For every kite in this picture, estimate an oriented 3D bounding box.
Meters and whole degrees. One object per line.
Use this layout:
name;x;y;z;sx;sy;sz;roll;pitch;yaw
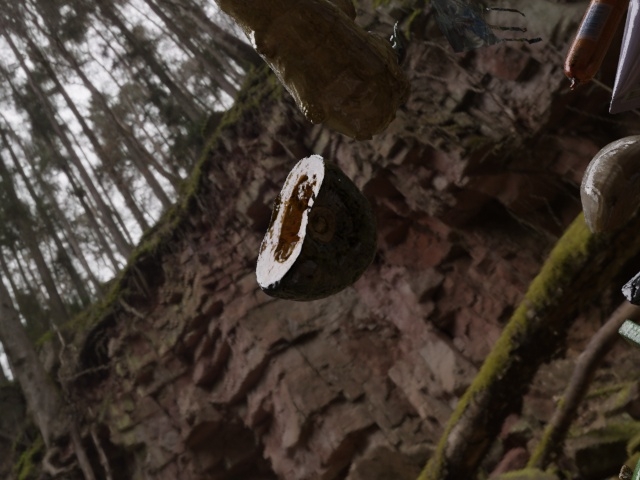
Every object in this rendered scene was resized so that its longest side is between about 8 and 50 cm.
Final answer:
kite;0.380;-0.510;1.629;0.310;0.169;0.015;-12;-20;-33

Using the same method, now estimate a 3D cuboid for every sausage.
sausage;0.449;-0.382;1.073;0.053;0.053;0.348;36;-102;-51

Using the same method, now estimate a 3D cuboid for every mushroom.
mushroom;0.556;0.498;1.122;0.026;0.286;0.028;-6;-28;-35

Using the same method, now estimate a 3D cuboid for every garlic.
garlic;0.474;-0.107;1.091;0.195;0.087;0.101;-41;-56;-16

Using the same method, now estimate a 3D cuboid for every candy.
candy;0.810;0.129;1.587;0.312;0.061;0.088;15;-56;-31

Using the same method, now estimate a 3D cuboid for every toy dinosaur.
toy dinosaur;0.153;-0.396;1.477;0.058;0.180;0.037;13;-17;-32

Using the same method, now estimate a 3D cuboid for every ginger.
ginger;-0.012;-0.313;0.985;0.236;0.166;0.375;-51;-57;-26

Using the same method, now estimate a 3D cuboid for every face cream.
face cream;0.601;-0.371;1.278;0.154;0.096;0.274;-18;-56;-27

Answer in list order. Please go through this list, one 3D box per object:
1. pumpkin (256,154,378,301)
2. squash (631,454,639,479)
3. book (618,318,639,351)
pumpkin;0.000;0.000;1.580;0.232;0.242;0.325;29;-104;-32
squash;0.498;0.374;1.051;0.068;0.077;0.219;29;-105;-12
book;0.441;0.174;0.712;0.202;0.264;0.027;35;-86;-6
